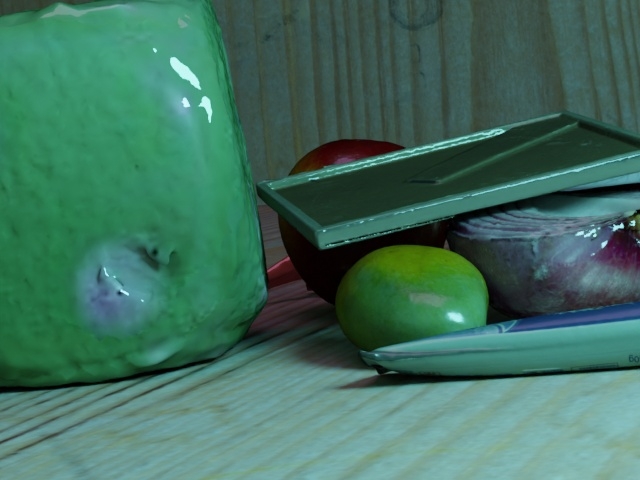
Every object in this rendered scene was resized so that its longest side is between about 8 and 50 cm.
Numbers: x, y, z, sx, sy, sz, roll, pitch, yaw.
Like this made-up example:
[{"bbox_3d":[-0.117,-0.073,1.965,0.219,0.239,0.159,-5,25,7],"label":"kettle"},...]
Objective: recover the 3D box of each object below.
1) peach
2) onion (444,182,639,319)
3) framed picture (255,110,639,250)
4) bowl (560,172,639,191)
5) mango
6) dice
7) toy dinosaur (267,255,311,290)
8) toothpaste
[{"bbox_3d":[0.044,-0.014,1.715,0.197,0.197,0.197,-6,4,0],"label":"peach"},{"bbox_3d":[0.219,0.008,1.478,0.227,0.120,0.283,-10,13,-19],"label":"onion"},{"bbox_3d":[0.125,-0.062,1.537,0.335,0.022,0.247,-13,15,-12],"label":"framed picture"},{"bbox_3d":[0.311,-0.046,1.967,0.287,0.144,0.287,-6,5,1],"label":"bowl"},{"bbox_3d":[0.080,0.055,1.360,0.130,0.092,0.194,-5,13,-18],"label":"mango"},{"bbox_3d":[-0.221,-0.046,1.501,0.318,0.330,0.322,-10,5,0],"label":"dice"},{"bbox_3d":[0.003,-0.008,1.900,0.286,0.139,0.070,-7,4,-14],"label":"toy dinosaur"},{"bbox_3d":[0.165,0.077,1.218,0.268,0.047,0.069,-8,16,14],"label":"toothpaste"}]
